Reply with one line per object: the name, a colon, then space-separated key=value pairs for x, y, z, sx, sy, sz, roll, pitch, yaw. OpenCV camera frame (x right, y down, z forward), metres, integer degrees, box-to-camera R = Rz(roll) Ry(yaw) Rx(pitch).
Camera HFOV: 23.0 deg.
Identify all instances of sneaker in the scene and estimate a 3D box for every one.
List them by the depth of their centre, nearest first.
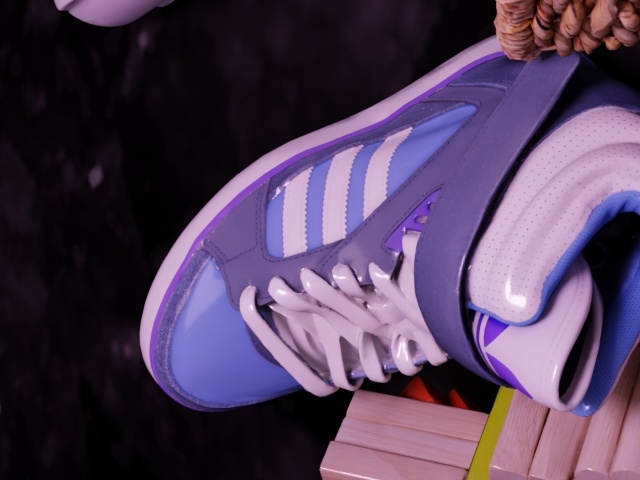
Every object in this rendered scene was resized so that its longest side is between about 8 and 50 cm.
sneaker: x=0.047 y=0.031 z=0.828 sx=0.323 sy=0.130 sz=0.236 roll=-35 pitch=30 yaw=8

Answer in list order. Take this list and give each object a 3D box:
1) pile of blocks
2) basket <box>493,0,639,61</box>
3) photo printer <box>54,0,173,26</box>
pile of blocks: x=0.165 y=0.114 z=0.862 sx=0.362 sy=0.149 sz=0.112 roll=-12 pitch=41 yaw=41
basket: x=0.137 y=-0.251 z=0.691 sx=0.223 sy=0.213 sz=0.299 roll=-1 pitch=75 yaw=39
photo printer: x=-0.116 y=-0.305 z=1.090 sx=0.307 sy=0.107 sz=0.256 roll=-15 pitch=83 yaw=64
